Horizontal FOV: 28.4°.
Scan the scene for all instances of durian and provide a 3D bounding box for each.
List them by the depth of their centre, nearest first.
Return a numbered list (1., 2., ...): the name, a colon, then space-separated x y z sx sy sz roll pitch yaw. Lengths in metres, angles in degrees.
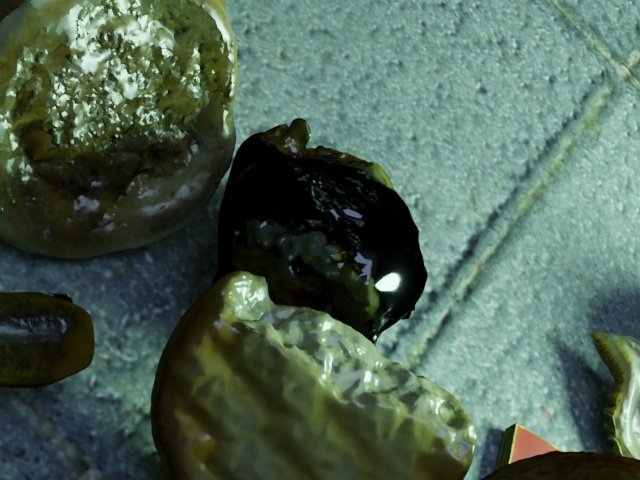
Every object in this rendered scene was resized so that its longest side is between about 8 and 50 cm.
1. durian: 0.368 0.191 1.389 0.224 0.140 0.078 56 2 21

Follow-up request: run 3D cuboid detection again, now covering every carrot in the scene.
1. carrot: -0.269 0.081 1.016 0.173 0.082 0.082 -3 64 -35

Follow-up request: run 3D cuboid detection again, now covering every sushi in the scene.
1. sushi: -0.002 0.004 1.175 0.213 0.200 0.204 28 46 8

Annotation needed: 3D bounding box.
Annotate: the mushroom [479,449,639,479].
1. mushroom: 0.207 0.346 1.035 0.356 0.334 0.331 -18 75 -52

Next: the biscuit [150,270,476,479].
1. biscuit: -0.023 0.163 1.066 0.274 0.213 0.091 37 10 -16

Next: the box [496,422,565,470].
1. box: 0.215 0.261 1.280 0.090 0.023 0.133 34 48 -15

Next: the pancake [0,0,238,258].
1. pancake: -0.186 -0.109 1.097 0.282 0.282 0.049 0 22 -35

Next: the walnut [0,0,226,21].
1. walnut: -0.205 -0.253 1.169 0.257 0.257 0.224 8 77 -31
